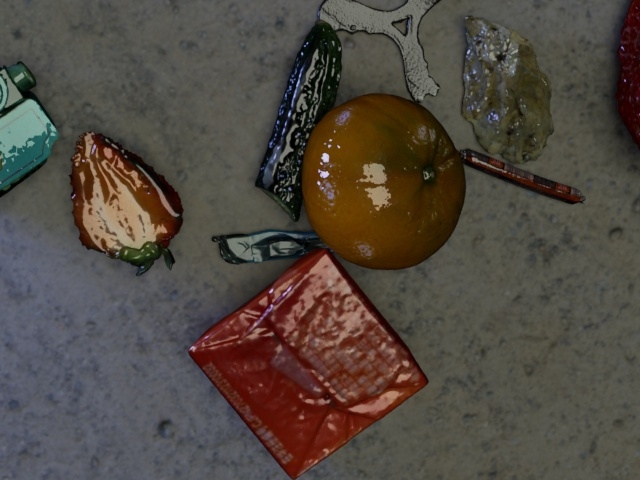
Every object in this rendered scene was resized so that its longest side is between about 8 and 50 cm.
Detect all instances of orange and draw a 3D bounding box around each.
[{"bbox_3d":[0.088,-0.076,1.670,0.240,0.171,0.240,5,82,-44],"label":"orange"}]

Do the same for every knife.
[{"bbox_3d":[0.000,0.000,1.763,0.296,0.026,0.044,-6,87,-8],"label":"knife"}]

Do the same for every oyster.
[{"bbox_3d":[0.263,-0.204,1.757,0.133,0.072,0.209,-3,100,-6],"label":"oyster"}]

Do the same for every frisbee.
[{"bbox_3d":[0.111,-0.277,1.752,0.211,0.012,0.187,-18,101,-7],"label":"frisbee"}]

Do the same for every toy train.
[{"bbox_3d":[-0.434,-0.136,1.637,0.198,0.107,0.154,-35,109,-4],"label":"toy train"}]

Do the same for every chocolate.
[{"bbox_3d":[-0.017,0.156,1.728,0.235,0.108,0.237,-38,103,5],"label":"chocolate"}]

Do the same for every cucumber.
[{"bbox_3d":[-0.023,-0.160,1.715,0.077,0.077,0.265,19,93,-11],"label":"cucumber"}]

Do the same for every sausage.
[{"bbox_3d":[0.283,-0.088,1.797,0.198,0.025,0.028,19,62,-12],"label":"sausage"}]

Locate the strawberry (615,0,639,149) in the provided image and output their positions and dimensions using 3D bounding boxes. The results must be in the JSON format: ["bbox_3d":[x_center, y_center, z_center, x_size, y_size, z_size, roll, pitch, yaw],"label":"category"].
[{"bbox_3d":[0.535,-0.216,1.742,0.261,0.257,0.261,-6,128,-8],"label":"strawberry"}]

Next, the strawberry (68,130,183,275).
[{"bbox_3d":[-0.256,-0.046,1.685,0.192,0.085,0.140,33,99,-6],"label":"strawberry"}]
